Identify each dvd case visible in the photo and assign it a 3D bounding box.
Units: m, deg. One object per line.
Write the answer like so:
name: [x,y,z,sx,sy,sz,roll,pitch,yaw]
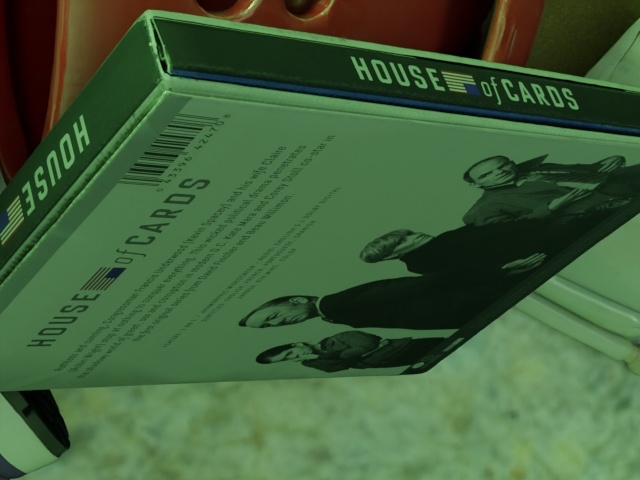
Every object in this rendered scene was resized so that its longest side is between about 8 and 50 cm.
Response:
dvd case: [0.000,0.000,0.466,0.239,0.179,0.029,3,57,-40]

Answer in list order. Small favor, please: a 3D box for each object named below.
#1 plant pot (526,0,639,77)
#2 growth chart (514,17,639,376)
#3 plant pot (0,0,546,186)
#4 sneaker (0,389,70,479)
plant pot: [0.169,-0.069,0.555,0.236,0.032,0.236,4,129,5]
growth chart: [0.162,-0.030,0.552,0.172,0.021,0.237,32,125,-18]
plant pot: [-0.027,-0.106,0.485,0.174,0.191,0.191,-2,94,-23]
sneaker: [-0.219,-0.002,0.485,0.124,0.107,0.283,-33,101,-4]
